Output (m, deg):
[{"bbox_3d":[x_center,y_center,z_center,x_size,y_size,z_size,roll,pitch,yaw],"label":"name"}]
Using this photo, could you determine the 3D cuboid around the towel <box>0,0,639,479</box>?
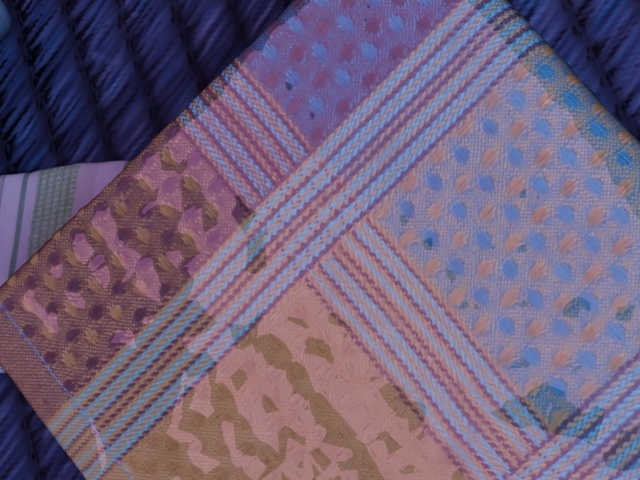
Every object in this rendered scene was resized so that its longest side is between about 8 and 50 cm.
[{"bbox_3d":[0.056,0.085,0.648,0.271,0.040,0.370,-43,74,11],"label":"towel"}]

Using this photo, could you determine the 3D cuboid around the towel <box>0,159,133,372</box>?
[{"bbox_3d":[-0.153,0.017,0.870,0.152,0.023,0.113,-6,68,31],"label":"towel"}]

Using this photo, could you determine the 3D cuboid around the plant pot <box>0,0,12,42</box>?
[{"bbox_3d":[-0.309,-0.078,0.861,0.271,0.272,0.255,32,80,34],"label":"plant pot"}]
